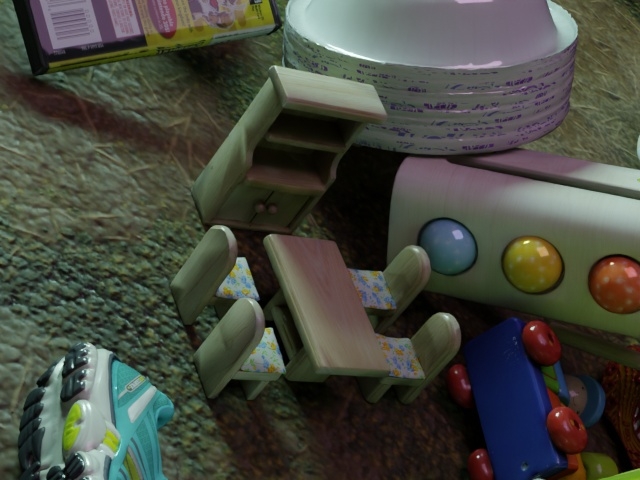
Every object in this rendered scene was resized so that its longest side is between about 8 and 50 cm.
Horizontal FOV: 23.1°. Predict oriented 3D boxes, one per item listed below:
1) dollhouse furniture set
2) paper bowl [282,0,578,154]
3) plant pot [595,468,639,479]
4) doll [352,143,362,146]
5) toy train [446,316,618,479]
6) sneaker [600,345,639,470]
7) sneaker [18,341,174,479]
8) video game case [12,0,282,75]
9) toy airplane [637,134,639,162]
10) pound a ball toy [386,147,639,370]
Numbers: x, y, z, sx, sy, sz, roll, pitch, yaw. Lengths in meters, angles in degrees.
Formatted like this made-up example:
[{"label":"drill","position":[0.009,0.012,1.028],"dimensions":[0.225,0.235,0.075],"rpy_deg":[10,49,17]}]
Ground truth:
[{"label":"dollhouse furniture set","position":[0.000,0.000,1.314],"dimensions":[0.212,0.161,0.242],"rpy_deg":[7,46,-36]},{"label":"paper bowl","position":[0.106,-0.202,1.506],"dimensions":[0.284,0.148,0.284],"rpy_deg":[3,26,-1]},{"label":"plant pot","position":[0.272,0.269,1.150],"dimensions":[0.207,0.227,0.228],"rpy_deg":[-14,83,-45]},{"label":"doll","position":[0.060,-0.157,1.631],"dimensions":[0.129,0.046,0.189],"rpy_deg":[28,34,5]},{"label":"toy train","position":[0.207,0.199,1.349],"dimensions":[0.143,0.105,0.248],"rpy_deg":[29,38,-42]},{"label":"sneaker","position":[0.313,0.179,1.492],"dimensions":[0.067,0.064,0.175],"rpy_deg":[37,33,-42]},{"label":"sneaker","position":[-0.142,0.182,1.051],"dimensions":[0.110,0.107,0.275],"rpy_deg":[32,34,-25]},{"label":"video game case","position":[-0.182,-0.304,1.443],"dimensions":[0.248,0.035,0.275],"rpy_deg":[-15,88,-30]},{"label":"toy airplane","position":[0.514,-0.110,1.838],"dimensions":[0.386,0.272,0.384],"rpy_deg":[53,27,-51]},{"label":"pound a ball toy","position":[0.223,0.044,1.421],"dimensions":[0.319,0.208,0.136],"rpy_deg":[13,29,19]}]
